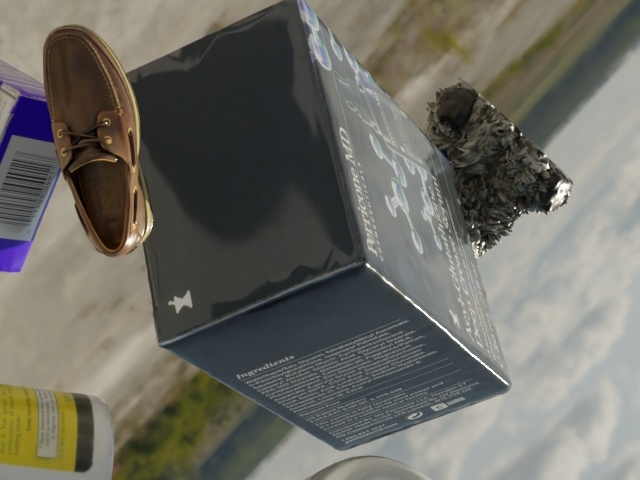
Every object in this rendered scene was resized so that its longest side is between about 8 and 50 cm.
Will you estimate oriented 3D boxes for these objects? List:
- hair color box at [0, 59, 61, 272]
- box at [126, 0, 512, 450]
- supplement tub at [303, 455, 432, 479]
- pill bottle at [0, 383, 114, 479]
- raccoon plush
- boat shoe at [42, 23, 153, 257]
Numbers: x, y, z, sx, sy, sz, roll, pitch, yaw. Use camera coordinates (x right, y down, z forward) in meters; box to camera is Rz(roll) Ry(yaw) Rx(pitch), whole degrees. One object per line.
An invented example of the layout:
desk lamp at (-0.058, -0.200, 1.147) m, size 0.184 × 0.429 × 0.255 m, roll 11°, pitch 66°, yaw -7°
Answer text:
hair color box at (-0.413, -0.123, 1.546) m, size 0.110 × 0.339 × 0.185 m, roll 10°, pitch 107°, yaw -56°
box at (0.000, 0.000, 1.513) m, size 0.212 × 0.293 × 0.395 m, roll -23°, pitch 151°, yaw 18°
supplement tub at (-0.028, 0.316, 1.255) m, size 0.316 × 0.193 × 0.193 m, roll -37°, pitch -176°, yaw 41°
pill bottle at (-0.260, 0.156, 1.074) m, size 0.119 × 0.208 × 0.119 m, roll -170°, pitch -90°, yaw -69°
raccoon plush at (0.166, -0.033, 2.038) m, size 0.299 × 0.216 × 0.446 m, roll -47°, pitch 174°, yaw 7°
boat shoe at (-0.166, -0.072, 1.131) m, size 0.064 × 0.178 × 0.060 m, roll -12°, pitch -167°, yaw 3°
